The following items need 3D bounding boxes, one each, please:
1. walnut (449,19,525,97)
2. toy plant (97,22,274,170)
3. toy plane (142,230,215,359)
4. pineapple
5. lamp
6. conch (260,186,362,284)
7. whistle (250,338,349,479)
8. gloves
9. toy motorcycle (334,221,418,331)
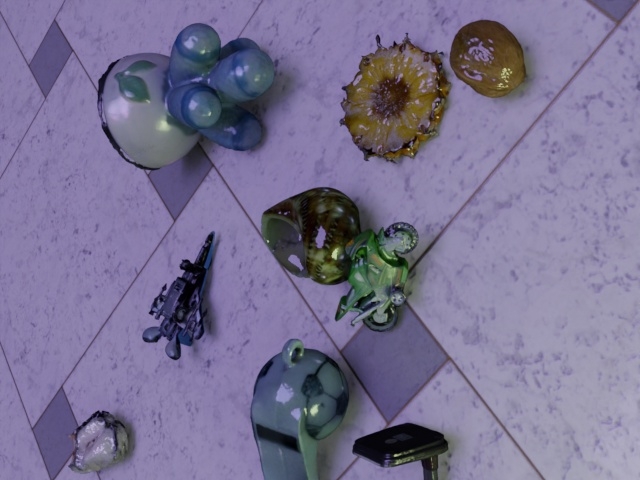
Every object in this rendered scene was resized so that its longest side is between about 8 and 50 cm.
[{"bbox_3d":[0.241,-0.259,1.217,0.105,0.105,0.124,-51,53,22],"label":"walnut"},{"bbox_3d":[-0.221,-0.273,1.574,0.332,0.247,0.247,-10,75,34],"label":"toy plant"},{"bbox_3d":[-0.255,0.095,1.606,0.169,0.078,0.246,24,98,43],"label":"toy plane"},{"bbox_3d":[0.119,-0.228,1.362,0.221,0.047,0.221,-9,76,37],"label":"pineapple"},{"bbox_3d":[0.086,0.403,1.238,0.203,0.125,0.283,6,88,63],"label":"lamp"},{"bbox_3d":[0.003,0.000,1.371,0.181,0.124,0.187,60,149,20],"label":"conch"},{"bbox_3d":[-0.027,0.273,1.343,0.163,0.163,0.289,25,134,42],"label":"whistle"},{"bbox_3d":[-0.448,0.409,1.725,0.153,0.070,0.114,-30,57,34],"label":"gloves"},{"bbox_3d":[0.082,0.052,1.277,0.106,0.074,0.190,12,117,1],"label":"toy motorcycle"}]
